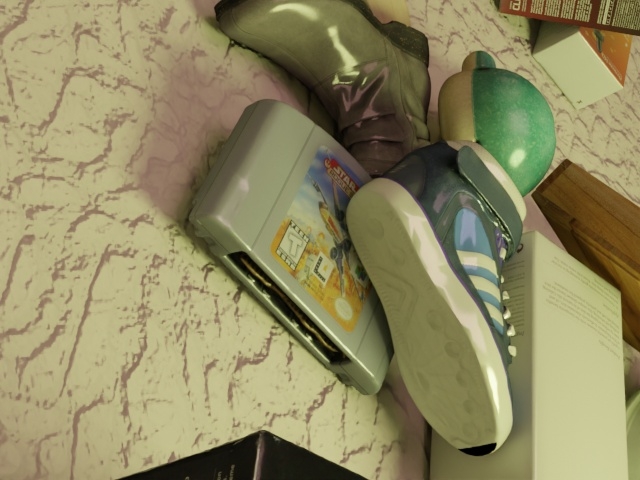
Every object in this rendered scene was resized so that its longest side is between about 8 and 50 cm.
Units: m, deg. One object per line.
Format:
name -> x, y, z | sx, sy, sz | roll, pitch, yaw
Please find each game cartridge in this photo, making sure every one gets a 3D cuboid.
game cartridge -> 0.000, 0.000, 1.296 | 0.297, 0.062, 0.198 | 47, 54, -29

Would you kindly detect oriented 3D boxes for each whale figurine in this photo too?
whale figurine -> 0.237, -0.140, 1.576 | 0.272, 0.141, 0.216 | -32, 115, -72

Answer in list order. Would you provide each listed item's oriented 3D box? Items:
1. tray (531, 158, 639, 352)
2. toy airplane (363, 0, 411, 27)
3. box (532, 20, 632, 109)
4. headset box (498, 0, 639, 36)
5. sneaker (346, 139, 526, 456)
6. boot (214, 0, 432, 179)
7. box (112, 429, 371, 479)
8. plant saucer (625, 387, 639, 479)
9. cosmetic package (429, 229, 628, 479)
tray -> 0.429, 0.072, 1.596 | 0.203, 0.076, 0.411 | 43, -2, 42
toy airplane -> 0.024, -0.482, 1.499 | 0.384, 0.272, 0.386 | 23, 90, -28
box -> 0.427, -0.321, 1.969 | 0.130, 0.091, 0.170 | 45, 42, -23
headset box -> 0.414, -0.437, 1.899 | 0.110, 0.293, 0.218 | 91, 14, -44
sneaker -> 0.179, 0.044, 1.337 | 0.236, 0.130, 0.323 | -27, 94, -41
boot -> 0.029, -0.161, 1.412 | 0.338, 0.118, 0.223 | 10, 68, -42
box -> -0.048, 0.302, 0.916 | 0.296, 0.294, 0.183 | 32, 51, -34
plant saucer -> 0.577, 0.364, 1.682 | 0.400, 0.100, 0.400 | 16, 57, -25
cosmetic package -> 0.244, 0.199, 1.413 | 0.197, 0.155, 0.366 | 33, 52, -36
